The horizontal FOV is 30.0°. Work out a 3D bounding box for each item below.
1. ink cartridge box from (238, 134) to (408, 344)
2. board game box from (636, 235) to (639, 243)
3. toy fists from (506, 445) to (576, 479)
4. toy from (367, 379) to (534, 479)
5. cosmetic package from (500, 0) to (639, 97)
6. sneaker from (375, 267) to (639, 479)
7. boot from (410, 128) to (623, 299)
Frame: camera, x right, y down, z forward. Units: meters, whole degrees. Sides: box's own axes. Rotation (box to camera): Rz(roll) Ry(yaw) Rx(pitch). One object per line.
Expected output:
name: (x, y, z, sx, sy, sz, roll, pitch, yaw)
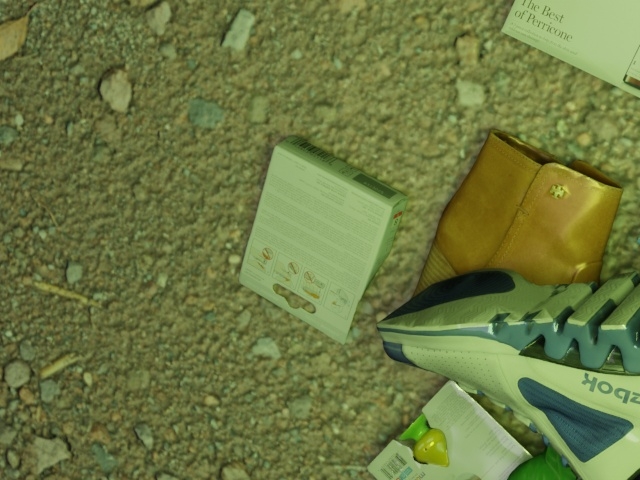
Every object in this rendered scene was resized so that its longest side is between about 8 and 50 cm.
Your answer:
ink cartridge box: (0.000, 0.000, 1.248, 0.145, 0.045, 0.179, 29, 126, 18)
board game box: (0.317, -0.037, 1.056, 0.020, 0.090, 0.090, 30, 108, 21)
toy fists: (0.275, 0.293, 1.047, 0.279, 0.096, 0.142, 30, 106, 26)
toy: (0.176, 0.259, 1.177, 0.237, 0.056, 0.137, 43, 112, 8)
cosmetic package: (0.291, -0.181, 1.068, 0.239, 0.060, 0.098, 29, 107, 19)
sneaker: (0.196, 0.127, 0.986, 0.316, 0.127, 0.182, -1, 111, 45)
boot: (0.229, 0.045, 1.095, 0.295, 0.104, 0.211, 37, 117, 23)
